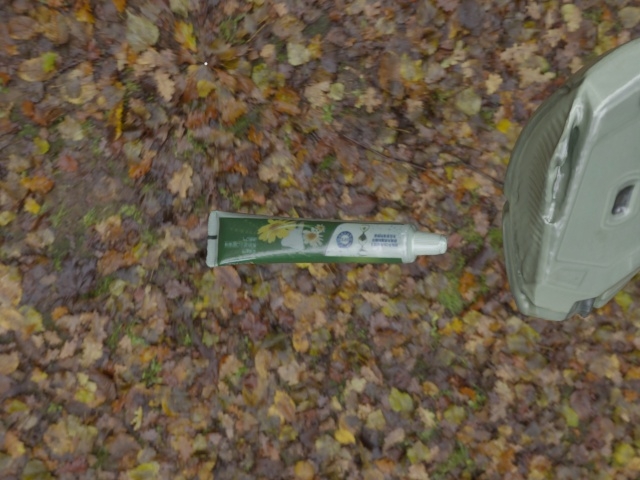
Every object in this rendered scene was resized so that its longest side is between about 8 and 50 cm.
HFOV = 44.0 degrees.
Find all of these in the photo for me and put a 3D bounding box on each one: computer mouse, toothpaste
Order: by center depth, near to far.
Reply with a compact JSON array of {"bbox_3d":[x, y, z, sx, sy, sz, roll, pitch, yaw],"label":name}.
[{"bbox_3d":[0.000,0.000,0.637,0.204,0.031,0.049,1,86,19],"label":"toothpaste"},{"bbox_3d":[0.345,-0.076,1.019,0.228,0.145,0.429,-17,132,-18],"label":"computer mouse"}]
